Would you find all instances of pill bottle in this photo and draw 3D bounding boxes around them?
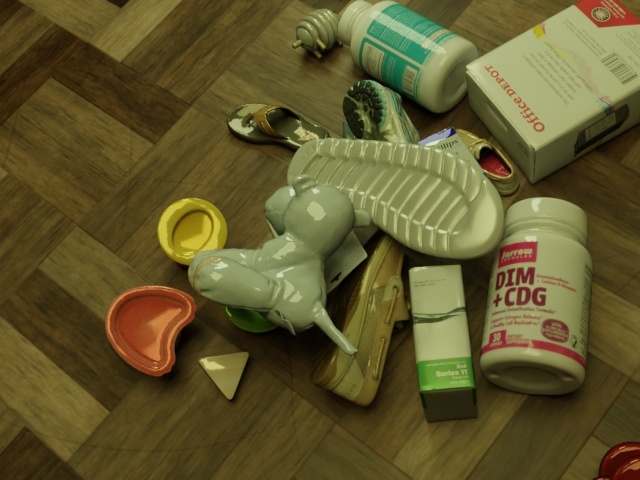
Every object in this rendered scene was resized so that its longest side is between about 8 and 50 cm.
[{"bbox_3d":[0.159,-0.362,1.773,0.264,0.146,0.146,37,75,27],"label":"pill bottle"},{"bbox_3d":[0.345,0.086,1.475,0.160,0.160,0.283,4,62,15],"label":"pill bottle"}]

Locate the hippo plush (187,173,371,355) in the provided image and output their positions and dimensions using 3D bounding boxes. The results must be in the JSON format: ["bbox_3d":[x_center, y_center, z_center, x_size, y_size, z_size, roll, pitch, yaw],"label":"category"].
[{"bbox_3d":[-0.062,0.008,1.472,0.294,0.234,0.237,14,81,65],"label":"hippo plush"}]

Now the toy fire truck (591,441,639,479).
[{"bbox_3d":[0.517,0.408,1.278,0.302,0.169,0.254,-7,84,10],"label":"toy fire truck"}]

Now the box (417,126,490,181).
[{"bbox_3d":[0.237,-0.105,1.625,0.072,0.126,0.137,-28,60,-2],"label":"box"}]

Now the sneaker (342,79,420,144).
[{"bbox_3d":[0.145,-0.158,1.687,0.110,0.122,0.283,-25,75,41],"label":"sneaker"}]

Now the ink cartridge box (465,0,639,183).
[{"bbox_3d":[0.446,-0.279,1.671,0.306,0.131,0.226,-30,60,-3],"label":"ink cartridge box"}]

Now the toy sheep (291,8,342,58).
[{"bbox_3d":[-0.004,-0.419,1.879,0.132,0.091,0.091,-36,58,-29],"label":"toy sheep"}]

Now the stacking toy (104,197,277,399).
[{"bbox_3d":[-0.211,0.117,1.647,0.279,0.130,0.309,32,74,-2],"label":"stacking toy"}]

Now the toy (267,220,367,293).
[{"bbox_3d":[0.000,0.000,1.654,0.137,0.056,0.237,-44,49,16],"label":"toy"}]

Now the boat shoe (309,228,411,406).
[{"bbox_3d":[0.088,0.116,1.557,0.110,0.121,0.341,31,58,-11],"label":"boat shoe"}]

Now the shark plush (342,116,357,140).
[{"bbox_3d":[0.061,-0.169,1.760,0.067,0.073,0.161,-6,73,38],"label":"shark plush"}]

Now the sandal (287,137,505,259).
[{"bbox_3d":[0.132,-0.082,1.564,0.416,0.102,0.169,23,87,32],"label":"sandal"}]

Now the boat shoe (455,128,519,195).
[{"bbox_3d":[0.293,-0.153,1.678,0.063,0.059,0.170,-39,61,-10],"label":"boat shoe"}]

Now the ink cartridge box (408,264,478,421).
[{"bbox_3d":[0.194,0.162,1.473,0.086,0.153,0.209,-7,61,8],"label":"ink cartridge box"}]

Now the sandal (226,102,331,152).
[{"bbox_3d":[-0.082,-0.222,1.801,0.219,0.060,0.090,23,69,23],"label":"sandal"}]
